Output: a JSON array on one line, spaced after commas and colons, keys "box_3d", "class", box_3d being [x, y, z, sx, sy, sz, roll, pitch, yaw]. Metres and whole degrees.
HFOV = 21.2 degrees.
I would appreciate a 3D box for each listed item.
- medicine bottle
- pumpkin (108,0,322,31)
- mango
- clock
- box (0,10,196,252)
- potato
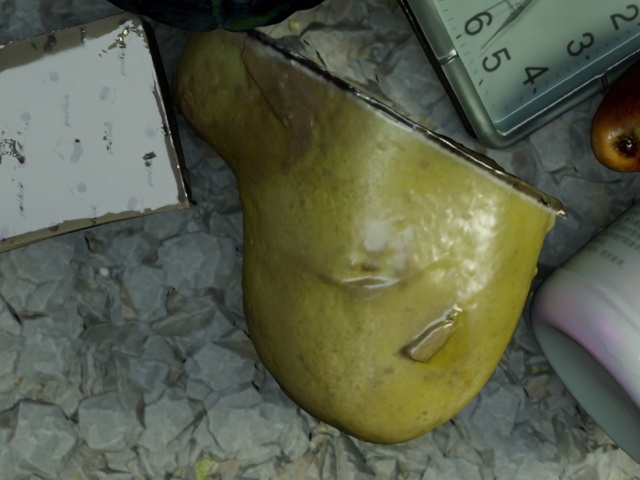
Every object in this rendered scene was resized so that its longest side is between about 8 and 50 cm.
[{"box_3d": [0.375, 0.053, 1.594, 0.302, 0.241, 0.241, -39, 95, -8], "class": "medicine bottle"}, {"box_3d": [-0.088, -0.351, 1.399, 0.363, 0.266, 0.363, 0, 87, -2], "class": "pumpkin"}, {"box_3d": [0.364, -0.143, 1.632, 0.267, 0.133, 0.111, -23, 93, -19], "class": "mango"}, {"box_3d": [0.216, -0.246, 1.601, 0.279, 0.049, 0.273, -32, 130, 0], "class": "clock"}, {"box_3d": [-0.280, -0.083, 1.560, 0.297, 0.225, 0.190, -15, 94, -1], "class": "box"}, {"box_3d": [0.000, 0.000, 1.552, 0.397, 0.290, 0.296, 28, 95, -6], "class": "potato"}]
